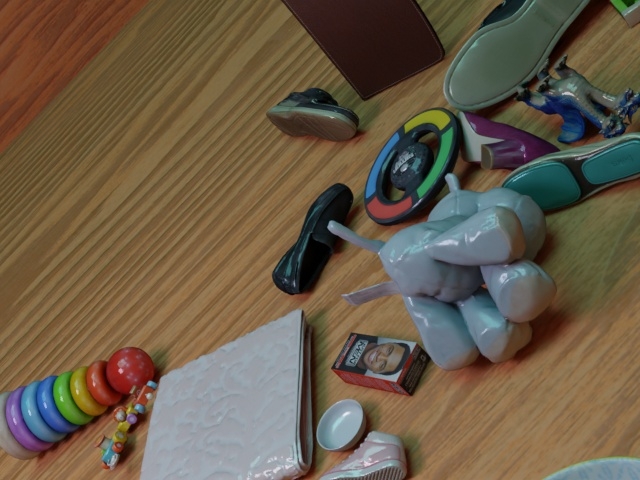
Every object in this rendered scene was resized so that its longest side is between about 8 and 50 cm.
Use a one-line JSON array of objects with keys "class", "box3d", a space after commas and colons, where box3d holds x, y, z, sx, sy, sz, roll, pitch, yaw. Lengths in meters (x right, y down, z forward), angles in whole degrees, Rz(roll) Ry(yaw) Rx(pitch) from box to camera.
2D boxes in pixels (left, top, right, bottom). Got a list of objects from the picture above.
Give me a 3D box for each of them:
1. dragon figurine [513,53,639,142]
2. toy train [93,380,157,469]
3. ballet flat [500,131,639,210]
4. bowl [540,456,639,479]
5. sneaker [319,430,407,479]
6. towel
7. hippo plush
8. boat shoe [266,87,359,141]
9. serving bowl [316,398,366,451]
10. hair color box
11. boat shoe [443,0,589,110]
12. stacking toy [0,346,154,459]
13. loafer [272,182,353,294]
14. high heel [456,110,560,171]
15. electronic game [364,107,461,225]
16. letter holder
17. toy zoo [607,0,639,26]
[{"class": "dragon figurine", "box3d": [0.388, -0.208, 1.568, 0.085, 0.144, 0.289, -50, 8, -7]}, {"class": "toy train", "box3d": [-0.352, 0.323, 1.787, 0.166, 0.046, 0.125, -63, 10, -23]}, {"class": "ballet flat", "box3d": [0.386, -0.105, 1.483, 0.248, 0.086, 0.086, -15, 43, 36]}, {"class": "bowl", "box3d": [0.298, 0.373, 0.970, 0.289, 0.156, 0.289, -29, 36, 23]}, {"class": "sneaker", "box3d": [0.060, 0.308, 1.397, 0.134, 0.051, 0.070, -23, 37, 25]}, {"class": "towel", "box3d": [-0.151, 0.295, 1.637, 0.331, 0.053, 0.317, -27, 36, 25]}, {"class": "hippo plush", "box3d": [0.207, 0.037, 1.444, 0.294, 0.234, 0.236, -4, 18, 26]}, {"class": "boat shoe", "box3d": [-0.010, -0.265, 2.054, 0.092, 0.103, 0.285, -58, 29, -12]}, {"class": "serving bowl", "box3d": [0.035, 0.275, 1.478, 0.083, 0.027, 0.083, -29, 36, 23]}, {"class": "hair color box", "box3d": [0.089, 0.183, 1.507, 0.141, 0.043, 0.072, 3, 55, 48]}, {"class": "boat shoe", "box3d": [0.343, -0.359, 1.769, 0.340, 0.127, 0.113, -51, 3, 3]}, {"class": "stacking toy", "box3d": [-0.458, 0.292, 1.916, 0.330, 0.141, 0.141, -28, 36, 15]}, {"class": "loafer", "box3d": [0.000, 0.000, 1.782, 0.078, 0.076, 0.223, 18, 72, 48]}, {"class": "high heel", "box3d": [0.300, -0.167, 1.663, 0.117, 0.082, 0.244, -5, 16, -8]}, {"class": "electronic game", "box3d": [0.156, -0.128, 1.735, 0.229, 0.048, 0.229, -39, 33, 32]}, {"class": "letter holder", "box3d": [0.093, -0.463, 1.973, 0.214, 0.302, 0.152, -23, 39, 29]}, {"class": "toy zoo", "box3d": [0.561, -0.497, 1.752, 0.192, 0.030, 0.293, -35, 34, 15]}]
